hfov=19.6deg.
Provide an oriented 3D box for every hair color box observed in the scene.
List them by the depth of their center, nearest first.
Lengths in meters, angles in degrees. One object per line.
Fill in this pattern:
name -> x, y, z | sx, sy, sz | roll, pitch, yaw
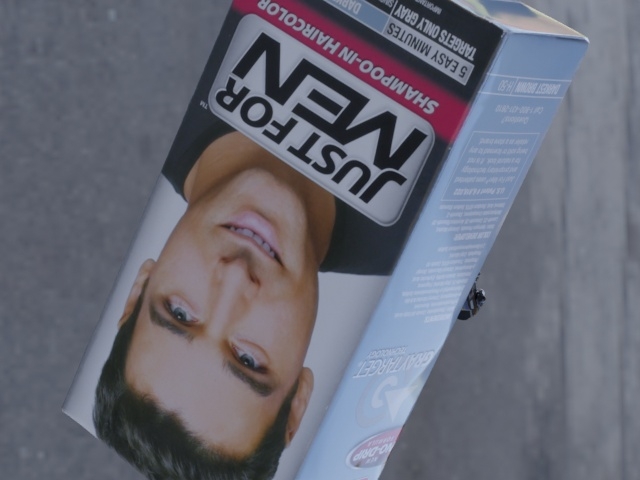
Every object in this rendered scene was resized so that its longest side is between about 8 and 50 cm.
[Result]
hair color box -> -0.005, -0.004, 1.177 | 0.113, 0.185, 0.374 | -5, 124, -56

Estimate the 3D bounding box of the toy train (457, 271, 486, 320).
toy train -> 0.094, -0.010, 1.384 | 0.036, 0.027, 0.158 | -48, 130, -50
